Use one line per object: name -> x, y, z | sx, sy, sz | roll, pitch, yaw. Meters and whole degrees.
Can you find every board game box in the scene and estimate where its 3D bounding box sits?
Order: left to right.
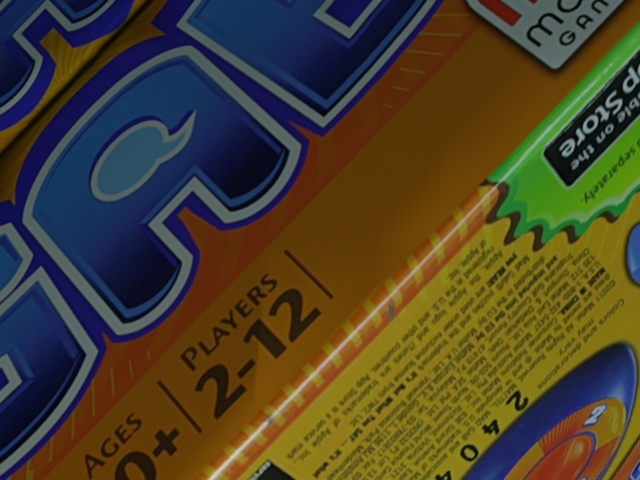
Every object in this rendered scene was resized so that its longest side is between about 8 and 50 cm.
board game box -> -0.013, 0.019, 0.777 | 0.356, 0.356, 0.356 | -46, 140, 0
